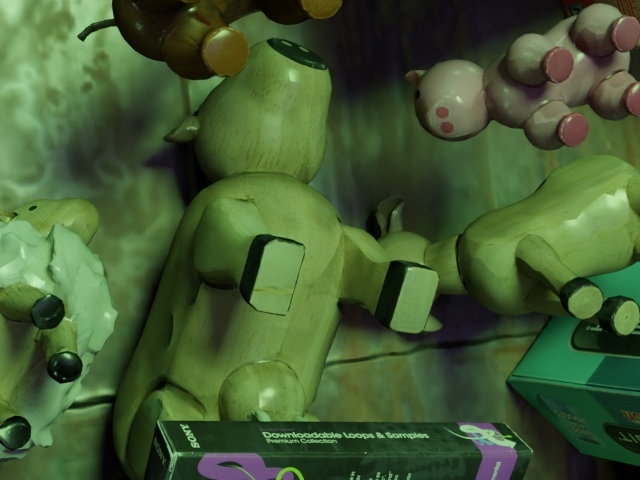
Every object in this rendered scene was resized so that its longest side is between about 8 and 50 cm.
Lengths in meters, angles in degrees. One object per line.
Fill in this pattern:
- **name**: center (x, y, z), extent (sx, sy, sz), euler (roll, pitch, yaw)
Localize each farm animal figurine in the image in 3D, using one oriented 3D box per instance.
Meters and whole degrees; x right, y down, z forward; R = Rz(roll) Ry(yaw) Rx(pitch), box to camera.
- **farm animal figurine**: center (0.000, 0.000, 0.588), extent (0.330, 0.172, 0.326), euler (33, 87, -29)

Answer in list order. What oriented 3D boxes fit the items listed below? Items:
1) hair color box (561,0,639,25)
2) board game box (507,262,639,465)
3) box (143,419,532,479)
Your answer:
- **hair color box**: center (0.210, -0.142, 0.695), extent (0.072, 0.141, 0.043), euler (-23, 99, -24)
- **board game box**: center (0.286, -0.021, 0.666), extent (0.079, 0.254, 0.336), euler (44, 72, -18)
- **box**: center (-0.001, 0.129, 0.507), extent (0.162, 0.029, 0.116), euler (5, 112, -28)
